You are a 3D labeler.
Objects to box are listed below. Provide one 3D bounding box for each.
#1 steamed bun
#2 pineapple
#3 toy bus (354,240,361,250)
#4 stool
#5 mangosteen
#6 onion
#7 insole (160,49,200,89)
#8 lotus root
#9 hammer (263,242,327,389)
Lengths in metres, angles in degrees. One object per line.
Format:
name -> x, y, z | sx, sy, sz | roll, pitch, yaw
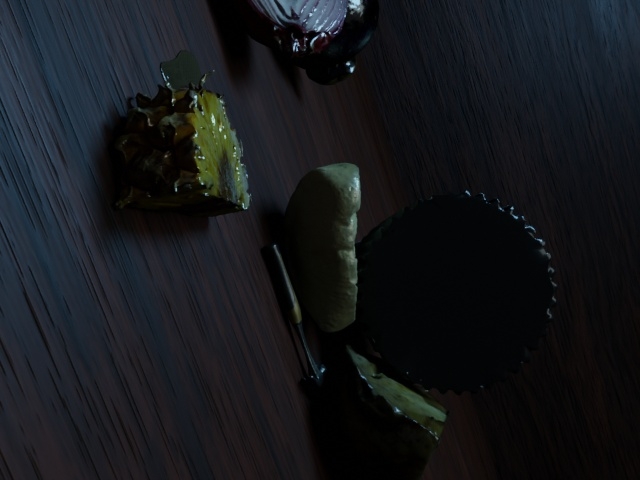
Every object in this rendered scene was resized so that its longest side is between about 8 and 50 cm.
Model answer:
steamed bun -> 0.001, -0.017, 1.081 | 0.231, 0.111, 0.212 | -93, -176, -58
pineapple -> -0.128, -0.092, 0.722 | 0.233, 0.080, 0.135 | -4, 86, -83
toy bus -> 0.108, 0.056, 1.512 | 0.175, 0.088, 0.101 | 32, 44, -67
stool -> 0.183, 0.076, 1.254 | 0.330, 0.297, 0.297 | 177, -104, -84
mangosteen -> 0.004, -0.423, 1.446 | 0.243, 0.243, 0.242 | -17, 90, -77
onion -> -0.069, -0.362, 1.154 | 0.227, 0.120, 0.283 | 12, 55, -28
insole -> -0.159, -0.196, 0.878 | 0.135, 0.002, 0.045 | -67, 138, -70
lotus root -> 0.087, 0.262, 1.076 | 0.210, 0.142, 0.314 | 38, 2, 26
hammer -> -0.034, 0.100, 0.984 | 0.078, 0.021, 0.201 | -48, 120, -75
